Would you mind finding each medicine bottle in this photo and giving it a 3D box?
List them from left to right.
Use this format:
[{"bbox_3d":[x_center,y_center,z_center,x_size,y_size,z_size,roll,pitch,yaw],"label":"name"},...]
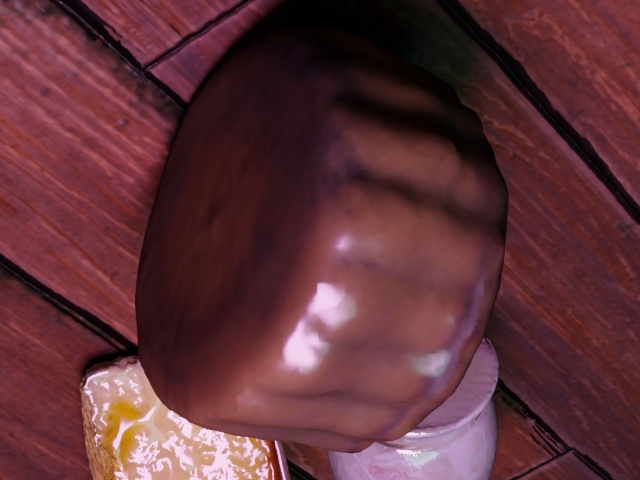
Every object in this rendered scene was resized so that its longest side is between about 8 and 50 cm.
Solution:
[{"bbox_3d":[0.076,0.146,1.596,0.147,0.147,0.143,-9,135,-6],"label":"medicine bottle"}]

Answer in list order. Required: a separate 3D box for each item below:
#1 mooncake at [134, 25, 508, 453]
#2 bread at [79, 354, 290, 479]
[{"bbox_3d":[0.000,0.000,1.317,0.161,0.290,0.290,15,131,-30],"label":"mooncake"},{"bbox_3d":[-0.118,0.211,1.622,0.174,0.133,0.252,-10,94,-10],"label":"bread"}]
